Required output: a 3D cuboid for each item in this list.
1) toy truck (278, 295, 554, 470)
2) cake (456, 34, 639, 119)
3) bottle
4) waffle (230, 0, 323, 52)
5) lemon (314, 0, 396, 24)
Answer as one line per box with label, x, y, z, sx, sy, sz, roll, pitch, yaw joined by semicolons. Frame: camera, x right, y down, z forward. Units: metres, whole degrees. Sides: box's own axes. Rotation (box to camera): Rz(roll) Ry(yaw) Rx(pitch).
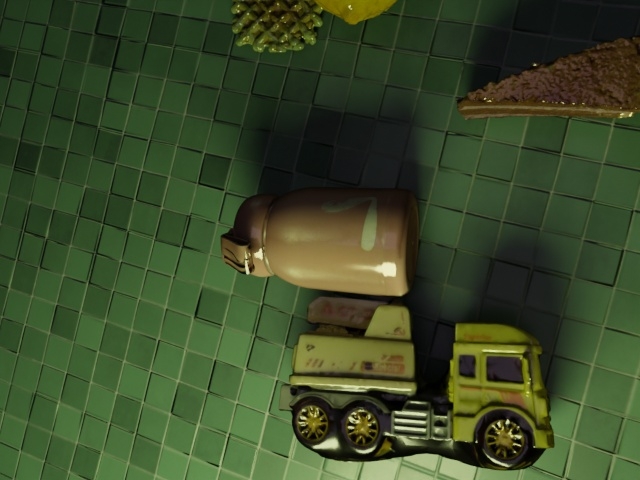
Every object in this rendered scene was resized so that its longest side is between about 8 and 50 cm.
toy truck;0.142;0.214;0.877;0.404;0.180;0.254;-1;80;19
cake;0.360;-0.220;0.862;0.295;0.116;0.113;-8;85;15
bottle;0.000;0.000;0.910;0.296;0.206;0.173;5;112;17
waffle;-0.079;-0.429;1.039;0.183;0.036;0.170;2;90;17
lemon;0.056;-0.481;0.918;0.204;0.204;0.260;-3;88;16
